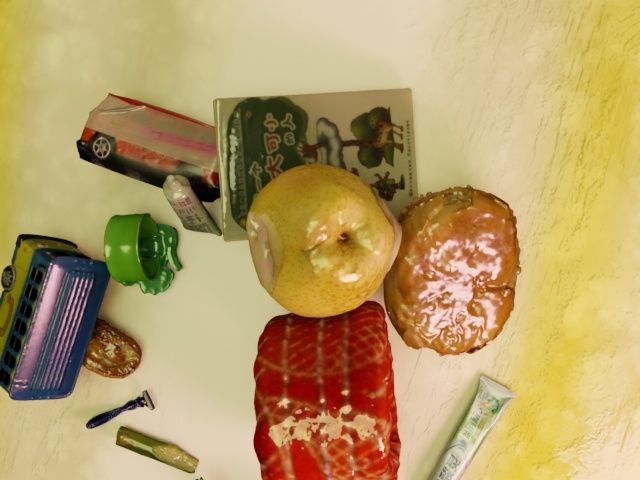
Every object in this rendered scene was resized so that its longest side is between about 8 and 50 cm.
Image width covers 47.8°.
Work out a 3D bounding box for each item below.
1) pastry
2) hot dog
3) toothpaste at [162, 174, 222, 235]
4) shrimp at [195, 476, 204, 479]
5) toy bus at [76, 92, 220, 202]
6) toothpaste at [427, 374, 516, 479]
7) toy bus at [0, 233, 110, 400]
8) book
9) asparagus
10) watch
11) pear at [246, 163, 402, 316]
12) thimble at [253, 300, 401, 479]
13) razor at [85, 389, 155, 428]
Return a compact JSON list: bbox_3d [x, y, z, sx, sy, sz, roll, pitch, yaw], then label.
[{"bbox_3d":[0.233,0.049,1.299,0.255,0.162,0.311,4,105,-14],"label":"pastry"},{"bbox_3d":[-0.434,0.220,1.463,0.147,0.065,0.099,35,89,7],"label":"hot dog"},{"bbox_3d":[-0.239,-0.058,1.319,0.069,0.268,0.047,-18,71,-3],"label":"toothpaste"},{"bbox_3d":[-0.145,0.550,1.446,0.117,0.066,0.262,-32,103,-5],"label":"shrimp"},{"bbox_3d":[-0.306,-0.177,1.385,0.302,0.127,0.147,21,91,8],"label":"toy bus"},{"bbox_3d":[0.269,0.402,1.382,0.074,0.048,0.297,30,94,8],"label":"toothpaste"},{"bbox_3d":[-0.539,0.147,1.405,0.175,0.138,0.288,24,97,38],"label":"toy bus"},{"bbox_3d":[-0.002,-0.141,1.321,0.371,0.043,0.260,-5,96,-10],"label":"book"},{"bbox_3d":[-0.335,0.430,1.475,0.178,0.041,0.045,19,105,6],"label":"asparagus"},{"bbox_3d":[-0.347,0.030,1.393,0.131,0.152,0.165,-2,92,6],"label":"watch"},{"bbox_3d":[0.000,0.000,1.196,0.271,0.271,0.271,1,94,9],"label":"pear"},{"bbox_3d":[0.018,0.287,1.267,0.230,0.350,0.350,-6,93,9],"label":"thimble"},{"bbox_3d":[-0.413,0.353,1.487,0.154,0.028,0.044,-25,95,8],"label":"razor"}]
